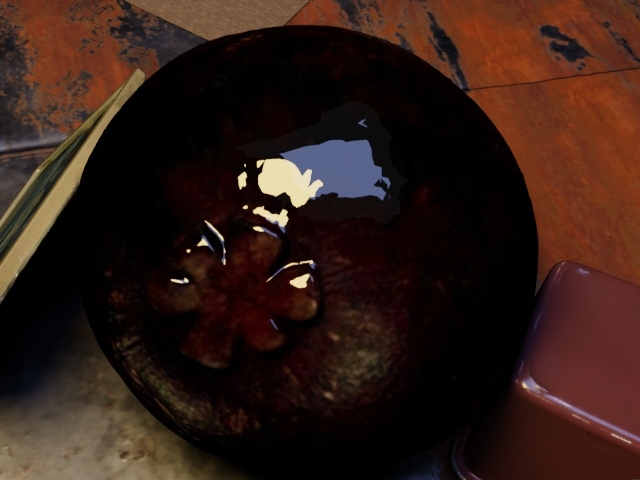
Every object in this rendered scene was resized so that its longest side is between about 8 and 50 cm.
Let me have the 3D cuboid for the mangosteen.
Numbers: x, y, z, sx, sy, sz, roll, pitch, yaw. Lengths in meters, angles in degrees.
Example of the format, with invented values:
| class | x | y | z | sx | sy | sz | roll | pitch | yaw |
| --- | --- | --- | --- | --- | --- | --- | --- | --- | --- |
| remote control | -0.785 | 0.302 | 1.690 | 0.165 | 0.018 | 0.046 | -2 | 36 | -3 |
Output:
| class | x | y | z | sx | sy | sz | roll | pitch | yaw |
| --- | --- | --- | --- | --- | --- | --- | --- | --- | --- |
| mangosteen | 0.000 | 0.000 | 0.820 | 0.382 | 0.382 | 0.435 | 23 | 17 | 11 |

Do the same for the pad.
| class | x | y | z | sx | sy | sz | roll | pitch | yaw |
| --- | --- | --- | --- | --- | --- | --- | --- | --- | --- |
| pad | -0.160 | -0.344 | 1.272 | 0.266 | 0.002 | 0.176 | 28 | 53 | 14 |

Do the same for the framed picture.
| class | x | y | z | sx | sy | sz | roll | pitch | yaw |
| --- | --- | --- | --- | --- | --- | --- | --- | --- | --- |
| framed picture | -0.279 | -0.005 | 0.858 | 0.024 | 0.232 | 0.315 | 40 | 48 | -20 |

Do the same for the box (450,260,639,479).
| class | x | y | z | sx | sy | sz | roll | pitch | yaw |
| --- | --- | --- | --- | --- | --- | --- | --- | --- | --- |
| box | 0.278 | 0.158 | 0.821 | 0.294 | 0.167 | 0.193 | 23 | 54 | 11 |
